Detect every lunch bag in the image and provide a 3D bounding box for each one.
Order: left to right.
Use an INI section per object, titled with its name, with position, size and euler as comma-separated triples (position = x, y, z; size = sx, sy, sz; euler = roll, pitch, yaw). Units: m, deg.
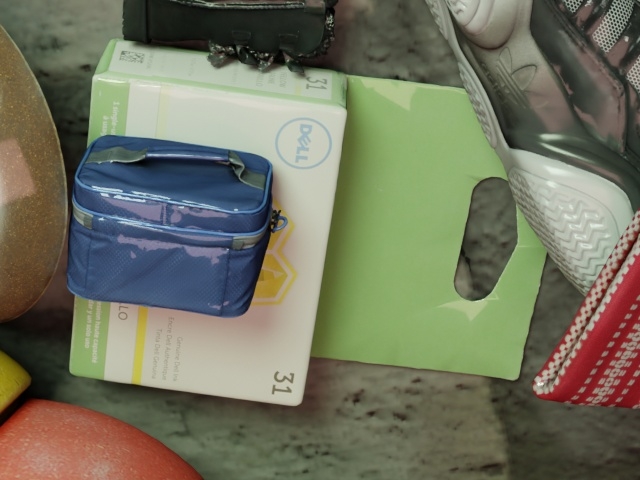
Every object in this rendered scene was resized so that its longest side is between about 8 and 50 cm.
[lunch bag]
position = -0.064, -0.011, 0.756
size = 0.098, 0.067, 0.065
euler = 6, 119, -1

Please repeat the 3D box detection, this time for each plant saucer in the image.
[plant saucer]
position = -0.184, -0.037, 0.770
size = 0.168, 0.029, 0.168
euler = 16, 117, 34

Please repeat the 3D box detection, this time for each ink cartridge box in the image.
[ink cartridge box]
position = 0.000, 0.000, 0.832
size = 0.235, 0.056, 0.171
euler = 8, 118, -2

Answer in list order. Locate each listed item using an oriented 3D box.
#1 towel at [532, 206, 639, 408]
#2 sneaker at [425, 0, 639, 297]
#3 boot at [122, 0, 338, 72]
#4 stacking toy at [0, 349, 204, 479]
[towel]
position = 0.241, -0.001, 0.771
size = 0.275, 0.031, 0.199
euler = 4, 125, -35
[sneaker]
position = 0.132, -0.113, 0.747
size = 0.153, 0.101, 0.269
euler = -26, 107, 0
[boot]
position = -0.039, -0.134, 0.761
size = 0.099, 0.045, 0.121
euler = 5, 126, 0
[stacking toy]
position = -0.200, 0.149, 0.820
size = 0.350, 0.350, 0.480
euler = -39, 95, 20
